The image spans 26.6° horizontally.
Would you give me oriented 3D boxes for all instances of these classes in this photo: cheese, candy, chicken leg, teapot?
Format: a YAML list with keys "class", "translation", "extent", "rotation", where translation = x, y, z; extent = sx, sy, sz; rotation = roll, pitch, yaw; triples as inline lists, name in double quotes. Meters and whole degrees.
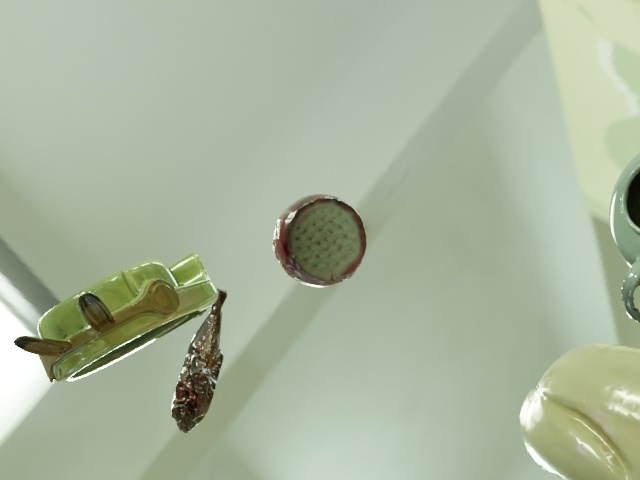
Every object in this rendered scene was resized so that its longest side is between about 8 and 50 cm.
- class: "cheese"
  translation: [0.298, 0.175, 1.073]
  extent: [0.266, 0.233, 0.127]
  rotation: [26, -96, -17]
- class: "candy"
  translation: [0.000, 0.000, 1.472]
  extent: [0.103, 0.043, 0.103]
  rotation: [1, -93, -20]
- class: "chicken leg"
  translation: [-0.149, 0.157, 1.713]
  extent: [0.219, 0.048, 0.089]
  rotation: [-76, 9, -49]
- class: "teapot"
  translation: [0.439, -0.037, 1.643]
  extent: [0.129, 0.193, 0.294]
  rotation: [24, -92, -45]

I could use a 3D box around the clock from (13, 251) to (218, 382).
- class: "clock"
  translation: [-0.210, 0.079, 1.358]
  extent: [0.170, 0.069, 0.232]
  rotation: [-30, -5, 14]
